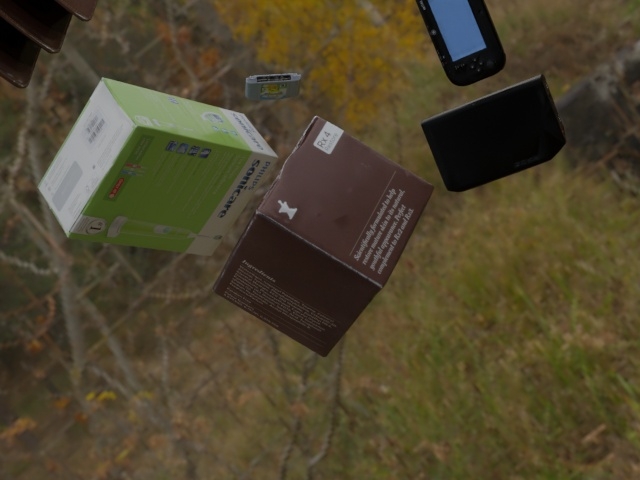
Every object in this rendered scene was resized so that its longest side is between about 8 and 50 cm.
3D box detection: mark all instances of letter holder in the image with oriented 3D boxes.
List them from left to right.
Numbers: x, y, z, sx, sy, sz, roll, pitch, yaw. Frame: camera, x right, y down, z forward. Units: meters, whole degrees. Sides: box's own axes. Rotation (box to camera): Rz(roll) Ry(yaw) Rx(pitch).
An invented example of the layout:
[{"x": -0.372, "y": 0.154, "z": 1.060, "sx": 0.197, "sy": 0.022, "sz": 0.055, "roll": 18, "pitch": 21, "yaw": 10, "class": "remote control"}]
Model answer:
[{"x": -0.530, "y": -0.425, "z": 1.985, "sx": 0.152, "sy": 0.302, "sz": 0.214, "roll": -27, "pitch": 38, "yaw": 30, "class": "letter holder"}]

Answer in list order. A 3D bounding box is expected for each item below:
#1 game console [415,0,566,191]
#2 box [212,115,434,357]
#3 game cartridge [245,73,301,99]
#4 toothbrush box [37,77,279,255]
[{"x": 0.238, "y": -0.270, "z": 1.956, "sx": 0.213, "sy": 0.361, "sz": 0.044, "roll": -20, "pitch": 7, "yaw": 22, "class": "game console"}, {"x": 0.000, "y": 0.000, "z": 1.451, "sx": 0.168, "sy": 0.167, "sz": 0.203, "roll": -60, "pitch": 2, "yaw": -35, "class": "box"}, {"x": -0.072, "y": -0.231, "z": 1.841, "sx": 0.083, "sy": 0.017, "sz": 0.056, "roll": -4, "pitch": -19, "yaw": -7, "class": "game cartridge"}, {"x": -0.237, "y": -0.101, "z": 1.806, "sx": 0.283, "sy": 0.122, "sz": 0.206, "roll": 9, "pitch": -56, "yaw": -46, "class": "toothbrush box"}]
